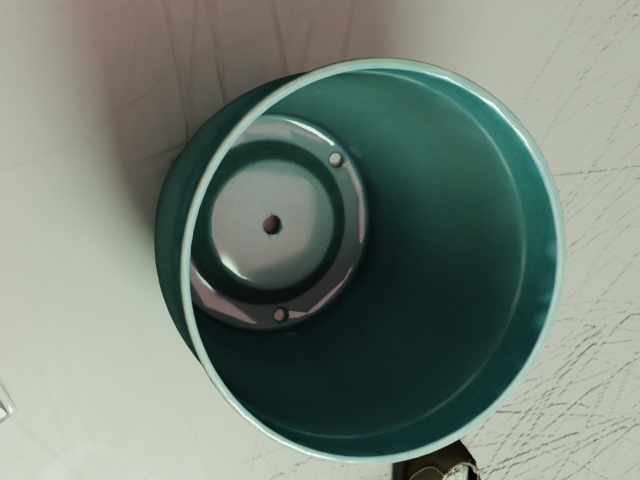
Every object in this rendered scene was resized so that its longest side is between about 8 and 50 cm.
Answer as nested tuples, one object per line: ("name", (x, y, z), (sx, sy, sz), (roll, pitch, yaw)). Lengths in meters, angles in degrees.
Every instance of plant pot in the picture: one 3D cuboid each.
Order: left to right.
("plant pot", (0.000, 0.000, 1.312), (0.272, 0.255, 0.271), (-3, 98, -18))

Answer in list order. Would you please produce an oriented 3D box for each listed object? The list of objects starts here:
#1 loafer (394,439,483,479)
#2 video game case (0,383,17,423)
("loafer", (0.100, 0.265, 1.476), (0.080, 0.078, 0.220), (-9, 100, -18))
("video game case", (-0.345, 0.097, 1.328), (0.173, 0.022, 0.190), (-34, 106, -12))
